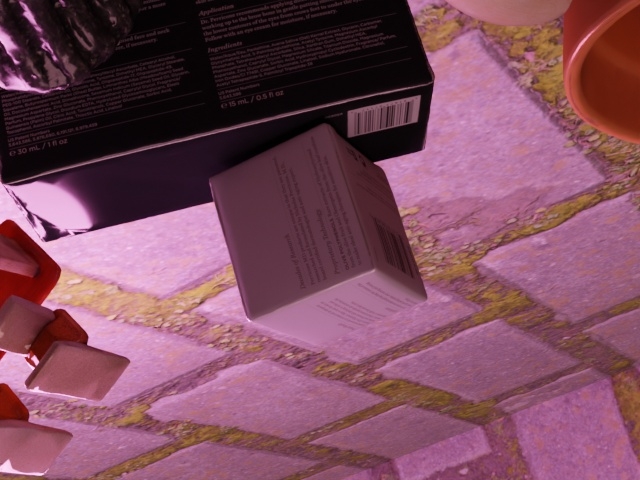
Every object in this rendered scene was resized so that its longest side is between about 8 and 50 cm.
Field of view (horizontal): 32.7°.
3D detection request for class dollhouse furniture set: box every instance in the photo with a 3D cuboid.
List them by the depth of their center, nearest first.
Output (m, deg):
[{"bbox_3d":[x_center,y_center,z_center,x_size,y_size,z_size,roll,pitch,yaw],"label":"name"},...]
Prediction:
[{"bbox_3d":[-0.241,0.019,0.872,0.259,0.262,0.135,-52,151,4],"label":"dollhouse furniture set"}]

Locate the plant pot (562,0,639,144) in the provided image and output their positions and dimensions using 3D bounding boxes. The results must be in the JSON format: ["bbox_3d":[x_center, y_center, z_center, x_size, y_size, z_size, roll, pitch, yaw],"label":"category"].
[{"bbox_3d":[0.291,-0.204,0.688,0.290,0.204,0.291,-2,162,-1],"label":"plant pot"}]

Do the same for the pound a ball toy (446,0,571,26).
[{"bbox_3d":[0.183,-0.265,0.533,0.135,0.208,0.319,9,145,-43],"label":"pound a ball toy"}]

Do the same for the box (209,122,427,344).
[{"bbox_3d":[0.000,0.000,0.680,0.087,0.102,0.101,-24,159,17],"label":"box"}]

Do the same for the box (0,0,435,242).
[{"bbox_3d":[-0.078,-0.126,0.708,0.261,0.184,0.103,-13,160,-4],"label":"box"}]

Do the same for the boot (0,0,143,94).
[{"bbox_3d":[-0.191,-0.139,0.488,0.131,0.348,0.260,28,156,12],"label":"boot"}]
